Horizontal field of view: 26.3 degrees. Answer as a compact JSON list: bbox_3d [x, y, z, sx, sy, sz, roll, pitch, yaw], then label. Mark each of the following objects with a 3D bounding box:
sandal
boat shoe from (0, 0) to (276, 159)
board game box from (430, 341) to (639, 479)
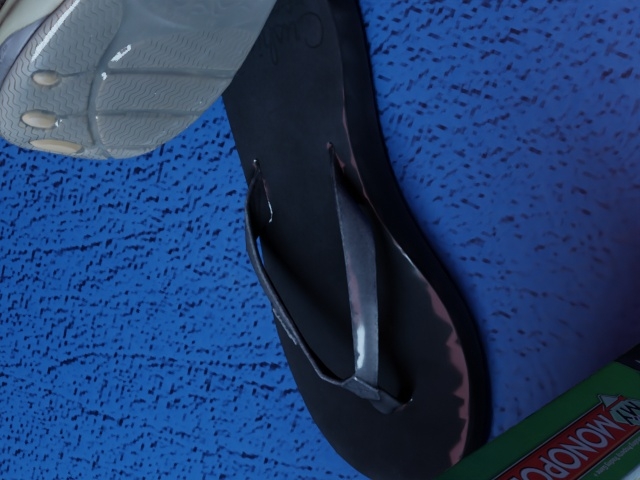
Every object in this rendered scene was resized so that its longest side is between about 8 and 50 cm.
[{"bbox_3d":[-0.001,0.000,0.630,0.097,0.054,0.254,-19,91,36],"label":"sandal"},{"bbox_3d":[-0.037,-0.190,0.555,0.355,0.132,0.130,-44,58,21],"label":"boat shoe"},{"bbox_3d":[0.053,0.205,0.551,0.046,0.213,0.317,31,118,27],"label":"board game box"}]
